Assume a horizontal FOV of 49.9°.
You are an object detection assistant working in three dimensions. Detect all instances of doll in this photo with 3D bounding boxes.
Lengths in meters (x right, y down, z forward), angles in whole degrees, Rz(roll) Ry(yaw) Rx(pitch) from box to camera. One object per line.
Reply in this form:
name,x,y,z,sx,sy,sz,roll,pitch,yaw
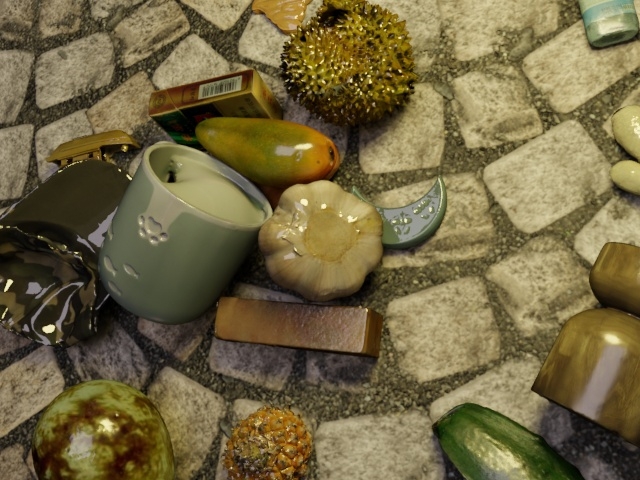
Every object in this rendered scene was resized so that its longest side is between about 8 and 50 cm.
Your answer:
doll,0.594,-0.130,1.131,0.150,0.175,0.278,-1,60,-19

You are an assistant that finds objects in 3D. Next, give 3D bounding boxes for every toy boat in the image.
toy boat,-0.525,-0.197,1.592,0.226,0.068,0.087,-10,77,15

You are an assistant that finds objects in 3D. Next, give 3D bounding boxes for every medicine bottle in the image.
medicine bottle,0.523,-0.461,1.272,0.090,0.054,0.208,-11,70,19

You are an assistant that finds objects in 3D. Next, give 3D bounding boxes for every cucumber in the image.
cucumber,0.317,0.379,1.092,0.145,0.105,0.325,-49,62,3

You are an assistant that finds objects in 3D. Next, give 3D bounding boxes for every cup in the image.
cup,-0.296,-0.032,1.341,0.274,0.260,0.356,-57,48,21

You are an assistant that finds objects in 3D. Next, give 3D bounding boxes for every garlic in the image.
garlic,0.001,0.004,1.246,0.228,0.152,0.227,0,92,-9

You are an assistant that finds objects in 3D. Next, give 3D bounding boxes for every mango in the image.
mango,-0.103,-0.176,1.331,0.289,0.146,0.129,23,124,32

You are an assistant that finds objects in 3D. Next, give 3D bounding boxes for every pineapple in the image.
pineapple,-0.111,0.379,1.230,0.176,0.137,0.161,-35,66,8

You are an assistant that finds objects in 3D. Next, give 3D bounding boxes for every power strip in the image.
power strip,0.135,-0.049,1.309,0.216,0.044,0.137,-8,73,18

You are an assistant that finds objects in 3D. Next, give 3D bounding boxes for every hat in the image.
hat,-0.545,0.025,1.509,0.366,0.257,0.382,45,56,1

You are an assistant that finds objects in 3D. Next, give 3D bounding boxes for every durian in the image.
durian,0.052,-0.346,1.330,0.258,0.258,0.293,-49,55,2

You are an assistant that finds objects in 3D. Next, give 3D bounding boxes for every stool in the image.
stool,0.462,0.158,1.053,0.179,0.179,0.264,26,86,25

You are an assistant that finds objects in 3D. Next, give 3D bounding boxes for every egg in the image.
egg,-0.398,0.399,1.282,0.238,0.238,0.289,-39,79,7

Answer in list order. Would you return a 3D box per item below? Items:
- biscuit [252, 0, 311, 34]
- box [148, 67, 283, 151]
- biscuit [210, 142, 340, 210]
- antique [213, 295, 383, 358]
biscuit,-0.086,-0.570,1.549,0.163,0.035,0.250,-20,67,10
box,-0.216,-0.267,1.442,0.240,0.159,0.071,-9,65,19
biscuit,-0.111,-0.126,1.422,0.324,0.049,0.205,1,75,21
antique,-0.046,0.161,1.290,0.310,0.093,0.087,2,76,21
